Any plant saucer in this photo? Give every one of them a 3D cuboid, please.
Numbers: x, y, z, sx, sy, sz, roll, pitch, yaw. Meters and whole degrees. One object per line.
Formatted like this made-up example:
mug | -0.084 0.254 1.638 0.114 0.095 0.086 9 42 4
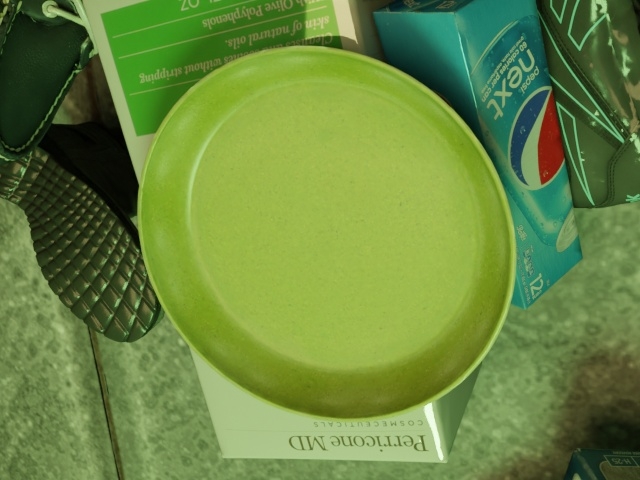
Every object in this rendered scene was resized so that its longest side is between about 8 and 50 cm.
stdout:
plant saucer | 0.000 0.000 0.458 0.241 0.037 0.240 7 112 18

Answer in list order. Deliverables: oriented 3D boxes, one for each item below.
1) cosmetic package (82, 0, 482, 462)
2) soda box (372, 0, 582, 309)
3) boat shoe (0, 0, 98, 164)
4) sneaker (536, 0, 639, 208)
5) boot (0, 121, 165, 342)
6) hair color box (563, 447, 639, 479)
cosmetic package | -0.009 -0.027 0.560 0.197 0.155 0.365 -8 106 24
soda box | 0.108 -0.062 0.475 0.071 0.067 0.210 23 142 51
boat shoe | -0.188 -0.191 0.530 0.091 0.114 0.302 7 76 11
sneaker | 0.156 -0.139 0.471 0.106 0.101 0.267 -21 100 32
boot | -0.174 -0.028 0.621 0.246 0.161 0.083 47 109 17
hair color box | 0.252 0.332 0.578 0.174 0.105 0.347 5 116 -9
